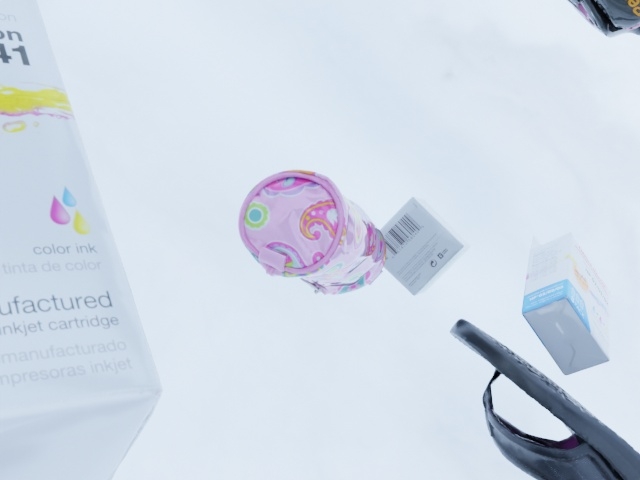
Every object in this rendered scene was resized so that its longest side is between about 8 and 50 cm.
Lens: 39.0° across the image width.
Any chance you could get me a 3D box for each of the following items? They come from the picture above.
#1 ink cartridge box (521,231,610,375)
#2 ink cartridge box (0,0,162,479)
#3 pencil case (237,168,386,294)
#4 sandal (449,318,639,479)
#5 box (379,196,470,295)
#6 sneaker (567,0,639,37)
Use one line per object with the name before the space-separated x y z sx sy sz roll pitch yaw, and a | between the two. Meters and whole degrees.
ink cartridge box | 0.305 0.065 1.112 0.061 0.181 0.104 -27 110 29
ink cartridge box | -0.237 -0.010 0.455 0.226 0.131 0.306 -4 56 -33
pencil case | 0.000 0.000 1.045 0.124 0.284 0.124 -2 82 11
sandal | 0.303 0.262 1.045 0.446 0.167 0.107 43 91 18
box | 0.137 0.008 1.265 0.102 0.087 0.101 45 101 10
sneaker | 0.096 -0.113 0.309 0.178 0.072 0.077 14 57 -24
